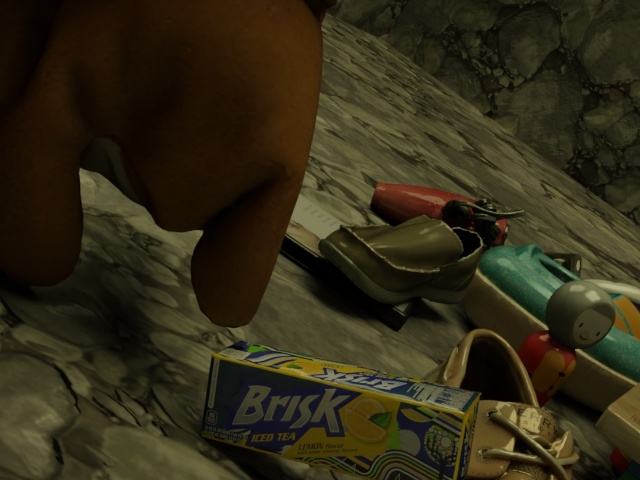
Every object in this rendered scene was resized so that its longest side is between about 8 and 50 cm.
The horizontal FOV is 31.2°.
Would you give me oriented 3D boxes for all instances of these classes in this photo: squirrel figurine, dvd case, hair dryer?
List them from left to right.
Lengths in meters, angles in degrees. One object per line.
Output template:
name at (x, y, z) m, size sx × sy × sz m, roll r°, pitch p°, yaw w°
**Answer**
squirrel figurine at (-0.181, -0.172, 0.756) m, size 0.370 × 0.397 × 0.281 m, roll 15°, pitch 29°, yaw -14°
dvd case at (0.000, 0.000, 1.246) m, size 0.253 × 0.022 × 0.180 m, roll 34°, pitch 15°, yaw 6°
hair dryer at (0.183, -0.038, 1.480) m, size 0.293 × 0.080 × 0.223 m, roll 11°, pitch -18°, yaw 46°

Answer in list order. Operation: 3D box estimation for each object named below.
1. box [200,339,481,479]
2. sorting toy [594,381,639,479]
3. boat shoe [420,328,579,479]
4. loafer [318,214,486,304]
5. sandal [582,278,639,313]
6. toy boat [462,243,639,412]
box at (0.012, 0.112, 0.734) m, size 0.169 × 0.059 × 0.054 m, roll 11°, pitch 9°, yaw 18°
sorting toy at (0.374, 0.251, 1.072) m, size 0.257 × 0.089 × 0.255 m, roll 37°, pitch 16°, yaw 20°
boat shoe at (0.117, 0.160, 0.806) m, size 0.121 × 0.110 × 0.341 m, roll 29°, pitch 15°, yaw -12°
loafer at (0.090, 0.008, 1.189) m, size 0.094 × 0.087 × 0.251 m, roll 41°, pitch 18°, yaw 28°
sandal at (0.455, 0.185, 1.396) m, size 0.416 × 0.169 × 0.102 m, roll 32°, pitch 55°, yaw 16°
toy boat at (0.272, 0.094, 1.251) m, size 0.267 × 0.148 × 0.318 m, roll 35°, pitch 15°, yaw 11°
